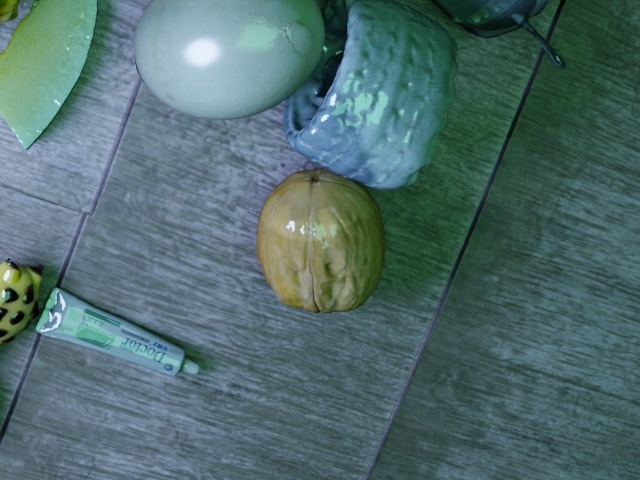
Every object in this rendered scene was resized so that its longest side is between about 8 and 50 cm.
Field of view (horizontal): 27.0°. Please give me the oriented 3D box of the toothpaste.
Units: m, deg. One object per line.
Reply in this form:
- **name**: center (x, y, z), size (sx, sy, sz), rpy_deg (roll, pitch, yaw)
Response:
- **toothpaste**: center (-0.258, 0.129, 1.732), size (0.218, 0.041, 0.064), rpy_deg (24, 86, -14)

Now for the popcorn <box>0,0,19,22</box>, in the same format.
- **popcorn**: center (-0.447, -0.316, 1.489), size (0.258, 0.224, 0.270), rpy_deg (4, 98, -9)

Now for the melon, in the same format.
- **melon**: center (-0.335, -0.244, 1.633), size (0.114, 0.053, 0.261), rpy_deg (24, 93, 1)

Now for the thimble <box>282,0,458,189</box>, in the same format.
- **thimble**: center (0.066, -0.189, 1.638), size (0.172, 0.250, 0.205), rpy_deg (21, 142, -19)

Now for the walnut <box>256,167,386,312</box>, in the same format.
- **walnut**: center (0.000, 0.000, 1.692), size (0.165, 0.165, 0.197), rpy_deg (-16, 124, -9)

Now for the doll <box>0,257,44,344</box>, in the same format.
- **doll**: center (-0.436, 0.152, 1.672), size (0.117, 0.086, 0.291), rpy_deg (21, 100, -46)

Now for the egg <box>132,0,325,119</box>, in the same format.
- **egg**: center (-0.112, -0.237, 1.589), size (0.253, 0.186, 0.186), rpy_deg (-6, 109, 33)

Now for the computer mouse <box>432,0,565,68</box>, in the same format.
- **computer mouse**: center (0.186, -0.356, 1.671), size (0.379, 0.167, 0.090), rpy_deg (43, 47, -18)
